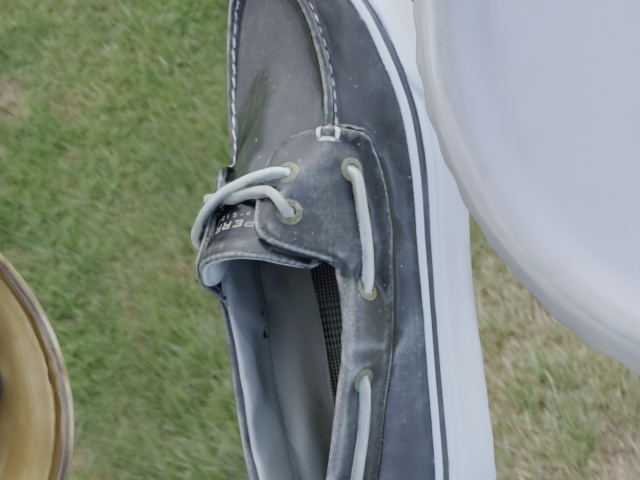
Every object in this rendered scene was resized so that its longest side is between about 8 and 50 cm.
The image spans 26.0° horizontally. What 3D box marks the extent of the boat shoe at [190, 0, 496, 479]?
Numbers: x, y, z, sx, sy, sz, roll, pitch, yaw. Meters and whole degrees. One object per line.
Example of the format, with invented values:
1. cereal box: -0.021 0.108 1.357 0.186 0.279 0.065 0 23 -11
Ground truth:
1. boat shoe: 0.000 0.000 0.670 0.121 0.119 0.335 -22 79 48

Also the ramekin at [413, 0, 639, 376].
1. ramekin: 0.152 -0.070 0.409 0.272 0.127 0.273 5 100 29

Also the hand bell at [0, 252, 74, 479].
1. hand bell: -0.129 0.033 0.455 0.126 0.242 0.126 0 96 -3
